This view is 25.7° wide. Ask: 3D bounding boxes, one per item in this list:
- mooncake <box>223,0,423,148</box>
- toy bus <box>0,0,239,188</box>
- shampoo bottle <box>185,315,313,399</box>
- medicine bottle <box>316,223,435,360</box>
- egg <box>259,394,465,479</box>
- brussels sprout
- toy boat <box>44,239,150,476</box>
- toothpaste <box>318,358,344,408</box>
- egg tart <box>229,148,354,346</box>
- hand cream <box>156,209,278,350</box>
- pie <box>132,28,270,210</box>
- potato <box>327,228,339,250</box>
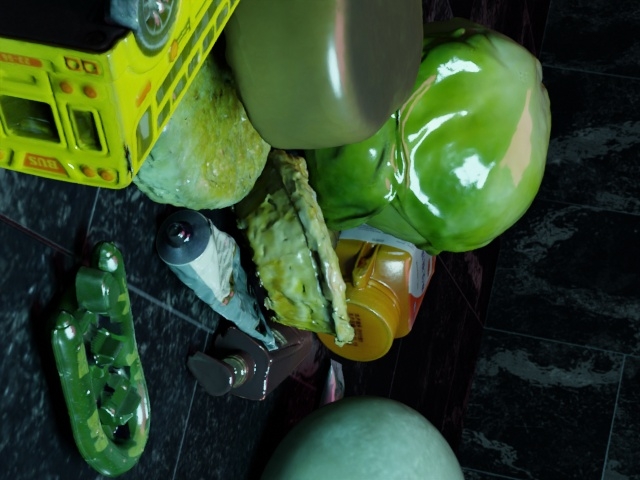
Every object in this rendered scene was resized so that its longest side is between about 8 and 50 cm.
[{"bbox_3d":[0.000,-0.193,1.084,0.235,0.117,0.234,0,90,-67],"label":"mooncake"},{"bbox_3d":[-0.114,-0.191,0.877,0.152,0.144,0.330,84,23,-47],"label":"toy bus"},{"bbox_3d":[-0.068,0.117,1.418,0.236,0.068,0.067,-21,130,-75],"label":"shampoo bottle"},{"bbox_3d":[0.073,0.044,1.801,0.222,0.112,0.149,-64,159,-46],"label":"medicine bottle"},{"bbox_3d":[0.043,0.343,1.609,0.258,0.259,0.352,-56,151,-57],"label":"egg"},{"bbox_3d":[0.120,-0.109,1.573,0.294,0.259,0.227,-49,-156,6],"label":"brussels sprout"},{"bbox_3d":[-0.165,0.097,1.057,0.104,0.052,0.210,-68,161,-46],"label":"toy boat"},{"bbox_3d":[0.000,0.305,1.844,0.075,0.048,0.296,37,61,-74],"label":"toothpaste"},{"bbox_3d":[-0.027,0.013,1.366,0.212,0.090,0.212,159,-90,-89],"label":"egg tart"},{"bbox_3d":[-0.095,0.036,1.274,0.248,0.052,0.075,62,18,-66],"label":"hand cream"},{"bbox_3d":[-0.095,-0.149,1.127,0.277,0.079,0.276,7,90,-70],"label":"pie"},{"bbox_3d":[0.000,0.000,1.636,0.083,0.040,0.051,-46,149,-63],"label":"potato"}]
